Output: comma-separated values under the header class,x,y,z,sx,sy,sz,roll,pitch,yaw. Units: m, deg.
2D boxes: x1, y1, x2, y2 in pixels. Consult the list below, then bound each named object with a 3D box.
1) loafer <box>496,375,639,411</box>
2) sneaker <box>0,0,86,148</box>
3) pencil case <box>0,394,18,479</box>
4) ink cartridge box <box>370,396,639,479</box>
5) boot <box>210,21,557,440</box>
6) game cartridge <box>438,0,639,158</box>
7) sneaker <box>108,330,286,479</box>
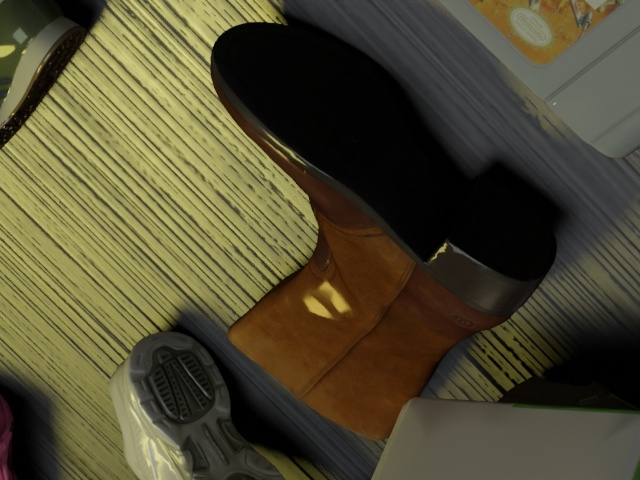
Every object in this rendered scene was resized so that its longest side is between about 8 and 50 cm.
class,x,y,z,sx,sy,sz,roll,pitch,yaw
loafer,0.191,0.124,1.344,0.148,0.050,0.056,17,138,13
sneaker,-0.237,-0.124,1.403,0.086,0.064,0.192,46,138,0
pencil case,-0.297,0.220,1.735,0.098,0.095,0.209,51,155,41
ink cartridge box,0.181,0.229,1.344,0.198,0.114,0.273,-1,142,40
boot,0.000,0.000,1.359,0.264,0.096,0.280,31,146,-6
game cartridge,0.128,-0.193,1.096,0.297,0.062,0.198,43,143,-7
sneaker,-0.095,0.186,1.557,0.115,0.090,0.232,-29,83,61
